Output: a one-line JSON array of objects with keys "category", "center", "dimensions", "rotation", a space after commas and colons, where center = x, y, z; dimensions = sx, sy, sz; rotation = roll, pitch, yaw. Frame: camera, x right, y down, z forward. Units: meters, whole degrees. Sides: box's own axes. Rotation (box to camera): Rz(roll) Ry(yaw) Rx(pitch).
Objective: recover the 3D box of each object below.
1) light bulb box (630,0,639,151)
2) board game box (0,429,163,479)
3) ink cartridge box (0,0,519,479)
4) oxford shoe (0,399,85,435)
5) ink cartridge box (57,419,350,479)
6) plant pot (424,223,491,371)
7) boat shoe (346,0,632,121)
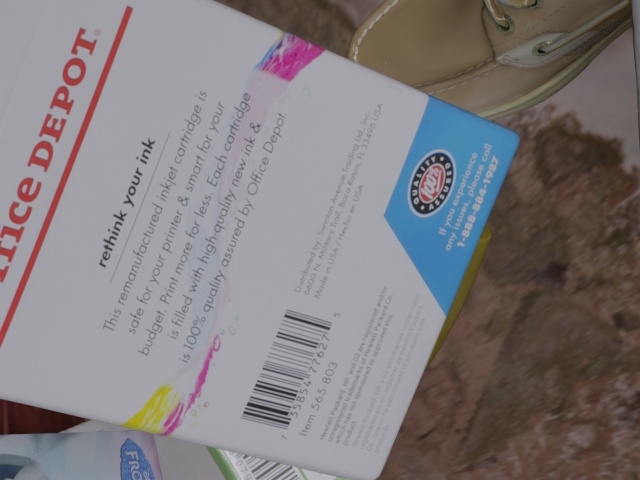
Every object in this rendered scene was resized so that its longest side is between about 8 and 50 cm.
[{"category": "light bulb box", "center": [0.327, 0.026, 0.603], "dimensions": [0.358, 0.361, 0.225], "rotation": [23, 46, 40]}, {"category": "board game box", "center": [-0.071, 0.092, 0.393], "dimensions": [0.090, 0.020, 0.090], "rotation": [5, 65, -46]}, {"category": "ink cartridge box", "center": [-0.049, -0.012, 0.400], "dimensions": [0.181, 0.062, 0.104], "rotation": [19, 95, -37]}, {"category": "oxford shoe", "center": [-0.233, 0.103, 1.135], "dimensions": [0.130, 0.123, 0.348], "rotation": [-29, 52, 31]}, {"category": "ink cartridge box", "center": [-0.046, 0.142, 0.759], "dimensions": [0.056, 0.235, 0.171], "rotation": [-32, 93, -27]}, {"category": "plant pot", "center": [0.000, 0.000, 1.239], "dimensions": [0.212, 0.187, 0.212], "rotation": [-6, 58, -44]}, {"category": "boat shoe", "center": [0.130, -0.152, 0.883], "dimensions": [0.302, 0.098, 0.109], "rotation": [-22, 66, 27]}]
